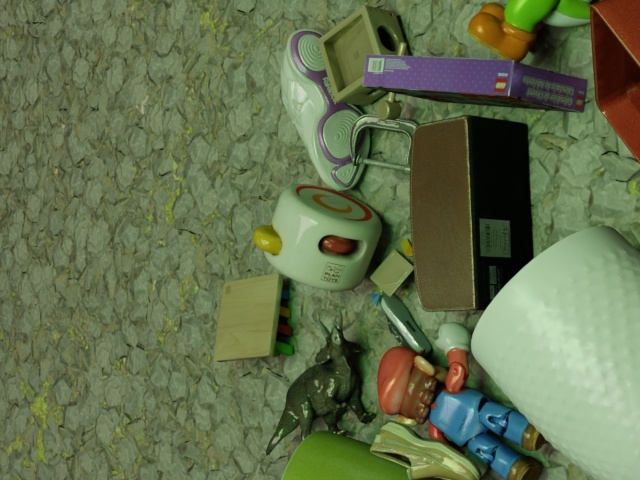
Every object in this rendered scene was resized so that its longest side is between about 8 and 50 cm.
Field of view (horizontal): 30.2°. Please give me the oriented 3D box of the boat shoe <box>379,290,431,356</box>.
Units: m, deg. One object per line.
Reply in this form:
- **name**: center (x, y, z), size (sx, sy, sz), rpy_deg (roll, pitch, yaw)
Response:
- **boat shoe**: center (0.138, 0.151, 2.068), size (0.040, 0.049, 0.142), rpy_deg (-52, 58, 31)

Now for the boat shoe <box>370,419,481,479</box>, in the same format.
- **boat shoe**: center (0.164, 0.356, 1.893), size (0.190, 0.072, 0.068), rpy_deg (18, 145, 37)

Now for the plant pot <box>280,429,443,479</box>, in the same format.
- **plant pot**: center (0.116, 0.467, 1.961), size (0.293, 0.275, 0.274), rpy_deg (2, 90, 29)

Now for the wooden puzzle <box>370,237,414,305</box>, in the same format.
- **wooden puzzle**: center (0.127, 0.057, 2.076), size (0.116, 0.014, 0.078), rpy_deg (-45, 42, 9)

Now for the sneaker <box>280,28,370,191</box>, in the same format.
- **sneaker**: center (0.004, -0.231, 2.194), size (0.152, 0.114, 0.305), rpy_deg (141, 115, -68)

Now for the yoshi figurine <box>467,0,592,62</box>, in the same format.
- **yoshi figurine**: center (0.343, -0.461, 1.791), size (0.362, 0.203, 0.203), rpy_deg (-54, 48, 25)

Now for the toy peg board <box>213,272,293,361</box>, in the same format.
- **toy peg board**: center (-0.118, 0.159, 2.314), size (0.161, 0.079, 0.160), rpy_deg (-11, 65, 43)

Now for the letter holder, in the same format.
- **letter holder**: center (0.212, -0.035, 1.932), size (0.214, 0.152, 0.301), rpy_deg (-5, 85, 46)

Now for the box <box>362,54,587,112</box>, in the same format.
- **box**: center (0.241, -0.248, 1.873), size (0.293, 0.201, 0.057), rpy_deg (11, 96, 45)

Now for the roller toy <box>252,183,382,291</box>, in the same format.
- **roller toy**: center (0.000, 0.000, 2.104), size (0.191, 0.209, 0.146), rpy_deg (27, 110, 19)

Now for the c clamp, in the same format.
- **c clamp**: center (0.116, -0.152, 2.086), size (0.161, 0.022, 0.137), rpy_deg (18, 94, 22)

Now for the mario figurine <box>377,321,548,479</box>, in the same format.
- **mario figurine**: center (0.237, 0.266, 1.947), size (0.320, 0.170, 0.198), rpy_deg (29, 74, 31)

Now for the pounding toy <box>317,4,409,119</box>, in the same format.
- **pounding toy**: center (0.111, -0.299, 2.075), size (0.181, 0.094, 0.206), rpy_deg (-31, 68, 40)

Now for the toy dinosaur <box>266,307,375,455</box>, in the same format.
- **toy dinosaur**: center (0.003, 0.284, 2.173), size (0.313, 0.121, 0.160), rpy_deg (-54, 43, 35)

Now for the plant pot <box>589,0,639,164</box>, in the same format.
- **plant pot**: center (0.525, -0.202, 1.539), size (0.236, 0.267, 0.267), rpy_deg (-30, 63, 0)

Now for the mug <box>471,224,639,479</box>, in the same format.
- **mug**: center (0.449, 0.155, 1.630), size (0.374, 0.276, 0.328), rpy_deg (-44, 61, 8)
